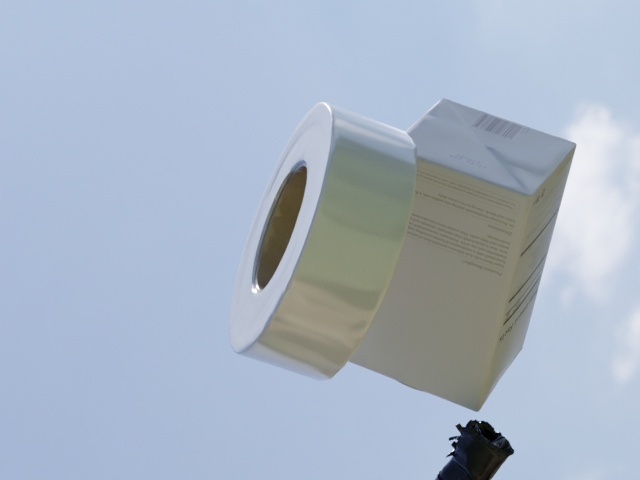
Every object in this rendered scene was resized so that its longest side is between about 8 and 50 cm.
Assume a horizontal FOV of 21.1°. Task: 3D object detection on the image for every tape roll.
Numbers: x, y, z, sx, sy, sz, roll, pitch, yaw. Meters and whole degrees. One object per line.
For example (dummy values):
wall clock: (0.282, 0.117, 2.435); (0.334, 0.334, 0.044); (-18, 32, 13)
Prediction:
tape roll: (0.000, 0.000, 1.817); (0.286, 0.100, 0.286); (-160, 90, -77)

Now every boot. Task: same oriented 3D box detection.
boot: (0.192, 0.270, 1.967); (0.045, 0.121, 0.099); (-23, -35, -54)

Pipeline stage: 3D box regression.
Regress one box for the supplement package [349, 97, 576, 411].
supplement package: (0.162, 0.015, 2.006); (0.175, 0.177, 0.293); (-44, -30, -55)
